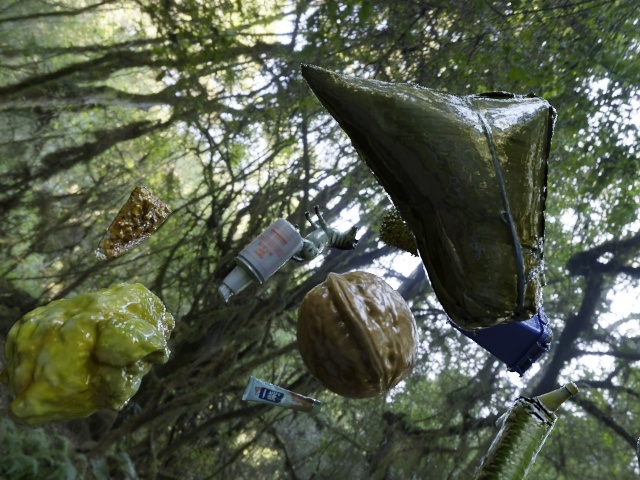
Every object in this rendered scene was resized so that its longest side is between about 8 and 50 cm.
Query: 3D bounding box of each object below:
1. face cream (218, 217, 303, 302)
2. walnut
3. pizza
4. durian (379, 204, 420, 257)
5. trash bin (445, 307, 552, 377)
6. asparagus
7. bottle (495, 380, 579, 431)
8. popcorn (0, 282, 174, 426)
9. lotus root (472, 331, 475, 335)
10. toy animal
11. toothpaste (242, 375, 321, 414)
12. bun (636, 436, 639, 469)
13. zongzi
[{"bbox_3d":[-0.163,0.057,1.139,0.101,0.251,0.101,40,-20,18],"label":"face cream"},{"bbox_3d":[0.090,0.237,1.149,0.332,0.333,0.333,26,-42,26],"label":"walnut"},{"bbox_3d":[-0.313,-0.039,0.774,0.041,0.178,0.131,32,-64,4],"label":"pizza"},{"bbox_3d":[0.305,-0.041,1.410,0.237,0.200,0.177,38,-67,46],"label":"durian"},{"bbox_3d":[0.461,0.219,1.160,0.234,0.184,0.163,30,-63,5],"label":"trash bin"},{"bbox_3d":[0.504,0.584,1.187,0.108,0.382,0.128,51,-27,-13],"label":"asparagus"},{"bbox_3d":[0.668,0.522,1.364,0.269,0.083,0.083,-40,-88,13],"label":"bottle"},{"bbox_3d":[-0.474,0.212,0.942,0.293,0.292,0.334,34,10,-31],"label":"popcorn"},{"bbox_3d":[0.361,0.169,1.068,0.072,0.063,0.152,29,-39,55],"label":"lotus root"},{"bbox_3d":[-0.002,0.000,1.285,0.176,0.217,0.073,52,-24,-7],"label":"toy animal"},{"bbox_3d":[-0.090,0.384,1.081,0.205,0.056,0.036,26,-16,-25],"label":"toothpaste"},{"bbox_3d":[0.705,0.428,0.710,0.355,0.194,0.354,55,-3,5],"label":"bun"},{"bbox_3d":[0.144,-0.059,0.644,0.392,0.357,0.174,8,-13,-13],"label":"zongzi"}]
